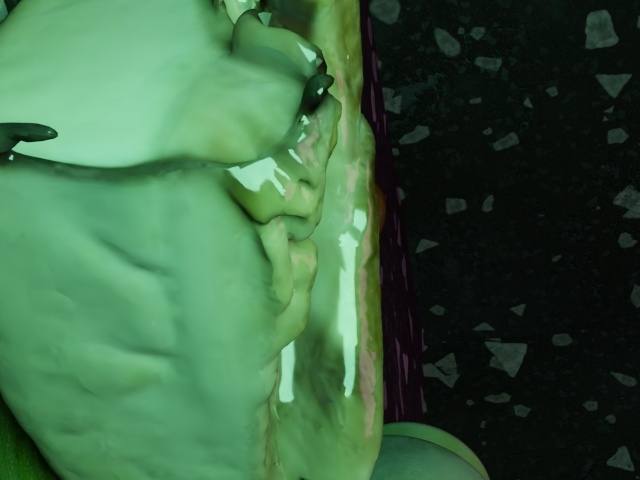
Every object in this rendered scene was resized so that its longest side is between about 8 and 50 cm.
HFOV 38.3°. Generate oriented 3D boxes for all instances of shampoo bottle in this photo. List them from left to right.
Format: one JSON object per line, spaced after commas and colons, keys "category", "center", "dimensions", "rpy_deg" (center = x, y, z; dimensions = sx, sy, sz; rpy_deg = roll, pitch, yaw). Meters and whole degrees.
{"category": "shampoo bottle", "center": [0.123, 0.464, 1.423], "dimensions": [0.317, 0.322, 0.322], "rpy_deg": [-60, 144, -59]}

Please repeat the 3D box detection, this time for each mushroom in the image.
{"category": "mushroom", "center": [-0.071, 0.013, 0.626], "dimensions": [0.314, 0.224, 0.397], "rpy_deg": [-85, 169, -51]}

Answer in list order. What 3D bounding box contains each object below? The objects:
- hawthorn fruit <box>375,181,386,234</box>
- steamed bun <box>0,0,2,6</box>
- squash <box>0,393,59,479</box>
{"category": "hawthorn fruit", "center": [0.000, 0.000, 1.405], "dimensions": [0.199, 0.199, 0.251], "rpy_deg": [53, 47, -70]}
{"category": "steamed bun", "center": [-0.233, -0.219, 0.406], "dimensions": [0.200, 0.170, 0.225], "rpy_deg": [127, -50, -57]}
{"category": "squash", "center": [-0.191, 0.145, 0.622], "dimensions": [0.069, 0.069, 0.239], "rpy_deg": [-31, 116, -78]}
